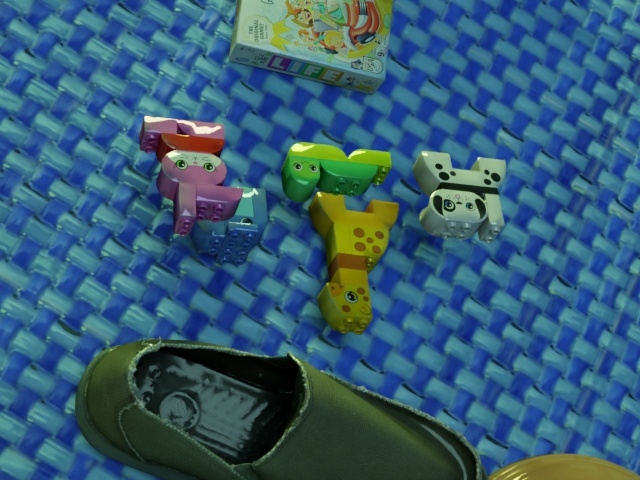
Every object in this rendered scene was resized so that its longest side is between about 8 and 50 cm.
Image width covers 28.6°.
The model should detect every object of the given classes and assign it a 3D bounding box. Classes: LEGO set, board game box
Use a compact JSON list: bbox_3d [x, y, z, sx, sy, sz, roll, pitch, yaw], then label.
[{"bbox_3d":[0.000,0.000,0.757,0.227,0.087,0.093,5,55,-16],"label":"LEGO set"},{"bbox_3d":[-0.001,-0.183,0.854,0.103,0.026,0.154,11,69,-14],"label":"board game box"}]

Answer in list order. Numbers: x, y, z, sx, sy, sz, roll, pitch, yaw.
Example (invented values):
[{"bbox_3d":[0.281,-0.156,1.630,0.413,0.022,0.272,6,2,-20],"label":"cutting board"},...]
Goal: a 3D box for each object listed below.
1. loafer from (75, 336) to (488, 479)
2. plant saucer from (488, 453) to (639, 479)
[{"bbox_3d":[-0.015,0.118,0.713,0.251,0.087,0.094,16,68,-11],"label":"loafer"},{"bbox_3d":[0.162,0.228,0.762,0.200,0.037,0.200,5,71,-16],"label":"plant saucer"}]
